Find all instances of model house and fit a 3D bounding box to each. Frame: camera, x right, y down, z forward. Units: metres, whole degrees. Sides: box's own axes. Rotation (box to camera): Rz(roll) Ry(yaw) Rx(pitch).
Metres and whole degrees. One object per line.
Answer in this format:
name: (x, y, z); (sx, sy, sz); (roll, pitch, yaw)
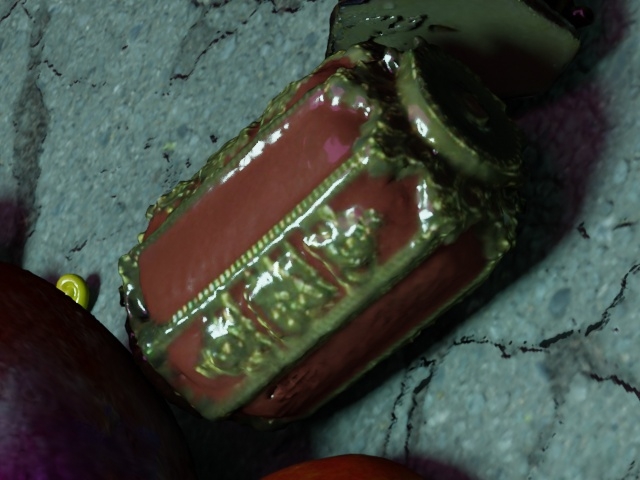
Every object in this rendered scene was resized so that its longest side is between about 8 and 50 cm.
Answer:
model house: (0.088, -0.178, 1.254); (0.203, 0.141, 0.164); (-5, 47, 31)

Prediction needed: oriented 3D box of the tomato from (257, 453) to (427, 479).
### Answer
tomato: (-0.020, 0.223, 1.108); (0.200, 0.139, 0.233); (-13, 58, 35)

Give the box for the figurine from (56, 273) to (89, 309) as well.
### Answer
figurine: (-0.293, 0.042, 1.534); (0.246, 0.131, 0.156); (25, 128, 36)

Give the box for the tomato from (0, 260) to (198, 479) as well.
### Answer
tomato: (-0.185, 0.126, 1.204); (0.176, 0.335, 0.289); (-21, 62, 20)

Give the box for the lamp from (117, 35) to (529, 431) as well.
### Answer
lamp: (0.000, 0.000, 1.195); (0.274, 0.177, 0.177); (-39, 44, 24)
